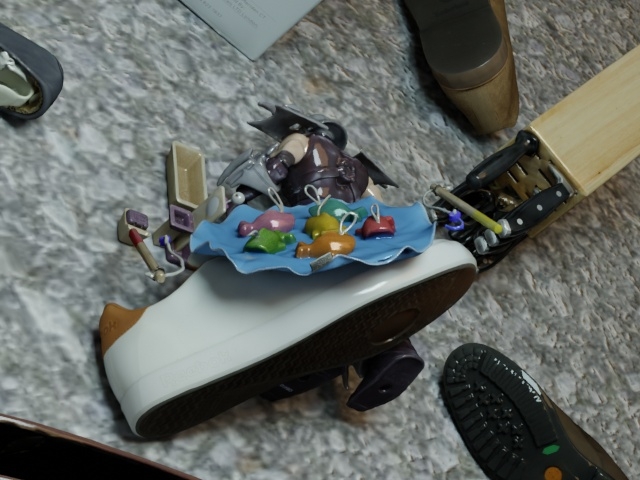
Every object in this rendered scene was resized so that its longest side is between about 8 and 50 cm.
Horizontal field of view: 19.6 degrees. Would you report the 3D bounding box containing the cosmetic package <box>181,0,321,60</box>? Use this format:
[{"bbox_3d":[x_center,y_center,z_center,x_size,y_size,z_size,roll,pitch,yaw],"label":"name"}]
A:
[{"bbox_3d":[0.027,-0.361,1.637,0.156,0.385,0.217,38,37,-16],"label":"cosmetic package"}]

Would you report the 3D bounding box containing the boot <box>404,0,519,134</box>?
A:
[{"bbox_3d":[0.151,-0.228,1.923,0.305,0.112,0.115,-91,159,-46],"label":"boot"}]

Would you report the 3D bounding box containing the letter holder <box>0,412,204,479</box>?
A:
[{"bbox_3d":[-0.113,0.207,1.131,0.302,0.214,0.152,25,43,-30],"label":"letter holder"}]

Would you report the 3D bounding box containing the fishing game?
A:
[{"bbox_3d":[-0.007,-0.013,1.363,0.264,0.041,0.189,-7,16,-11],"label":"fishing game"}]

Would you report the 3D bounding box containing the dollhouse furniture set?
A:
[{"bbox_3d":[-0.107,-0.051,1.478,0.091,0.081,0.114,22,44,-33],"label":"dollhouse furniture set"}]

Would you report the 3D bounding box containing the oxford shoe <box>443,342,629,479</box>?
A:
[{"bbox_3d":[0.191,0.179,1.611,0.227,0.083,0.096,49,14,2],"label":"oxford shoe"}]

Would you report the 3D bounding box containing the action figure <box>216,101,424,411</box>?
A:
[{"bbox_3d":[0.000,0.000,1.533,0.185,0.099,0.285,21,44,-32],"label":"action figure"}]

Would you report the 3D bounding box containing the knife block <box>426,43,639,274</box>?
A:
[{"bbox_3d":[0.230,-0.080,1.737,0.088,0.276,0.242,52,6,3],"label":"knife block"}]

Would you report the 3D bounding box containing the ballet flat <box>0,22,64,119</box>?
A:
[{"bbox_3d":[-0.283,-0.151,1.395,0.203,0.074,0.074,31,40,-28],"label":"ballet flat"}]

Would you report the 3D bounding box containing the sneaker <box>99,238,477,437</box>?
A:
[{"bbox_3d":[-0.028,0.037,1.379,0.290,0.106,0.123,-20,62,-16],"label":"sneaker"}]
